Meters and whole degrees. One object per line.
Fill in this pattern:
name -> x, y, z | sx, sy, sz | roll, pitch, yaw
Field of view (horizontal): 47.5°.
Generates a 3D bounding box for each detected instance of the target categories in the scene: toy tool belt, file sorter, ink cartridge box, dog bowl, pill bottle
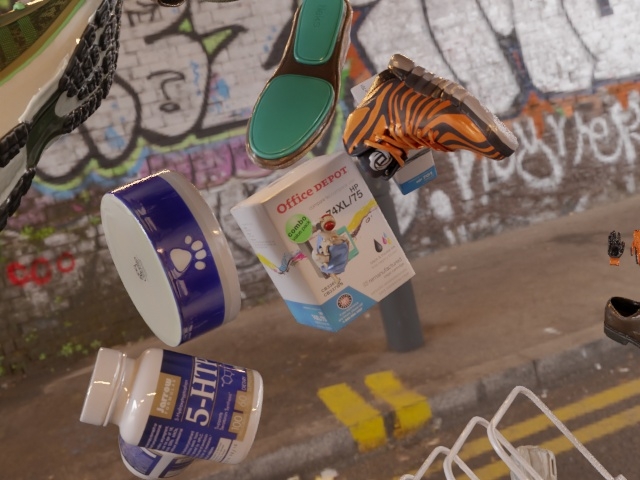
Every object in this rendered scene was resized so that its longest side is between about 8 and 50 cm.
toy tool belt -> 0.016, 0.012, 0.933 | 0.052, 0.083, 0.051 | -12, 41, -14
file sorter -> 0.170, 0.319, 0.806 | 0.277, 0.173, 0.193 | -47, -13, 23
ink cartridge box -> 0.000, 0.000, 1.374 | 0.198, 0.270, 0.197 | -35, 12, -19
dog bowl -> -0.237, 0.028, 1.137 | 0.104, 0.264, 0.265 | -25, 13, -28
pill bottle -> -0.269, 0.327, 1.268 | 0.153, 0.153, 0.264 | -18, -20, -31
ink cartridge box -> 0.137, -0.195, 1.335 | 0.082, 0.139, 0.190 | -28, -32, -1
pill bottle -> -0.169, 0.184, 0.831 | 0.187, 0.111, 0.112 | 16, 1, -15

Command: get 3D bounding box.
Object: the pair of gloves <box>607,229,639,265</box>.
pair of gloves -> 0.619, 0.015, 1.469 | 0.010, 0.074, 0.083 | -6, 3, -41

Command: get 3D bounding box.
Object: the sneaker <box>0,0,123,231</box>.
sneaker -> -0.326, -0.170, 0.704 | 0.158, 0.182, 0.410 | -60, 6, 51

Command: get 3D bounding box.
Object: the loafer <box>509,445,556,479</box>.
loafer -> 0.505, 0.617, 1.625 | 0.112, 0.319, 0.112 | 4, -31, -8

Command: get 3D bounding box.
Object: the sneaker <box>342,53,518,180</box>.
sneaker -> 0.151, -0.152, 1.098 | 0.180, 0.125, 0.321 | -51, 35, 7

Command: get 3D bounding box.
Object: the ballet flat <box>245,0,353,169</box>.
ballet flat -> -0.016, -0.202, 0.997 | 0.108, 0.315, 0.106 | 15, -28, 11

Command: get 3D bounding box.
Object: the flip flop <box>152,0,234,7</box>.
flip flop -> -0.116, -0.237, 0.613 | 0.112, 0.080, 0.277 | -46, 47, -11

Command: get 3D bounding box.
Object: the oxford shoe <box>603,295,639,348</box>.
oxford shoe -> 0.628, 0.162, 1.354 | 0.083, 0.096, 0.227 | -30, 30, -31
